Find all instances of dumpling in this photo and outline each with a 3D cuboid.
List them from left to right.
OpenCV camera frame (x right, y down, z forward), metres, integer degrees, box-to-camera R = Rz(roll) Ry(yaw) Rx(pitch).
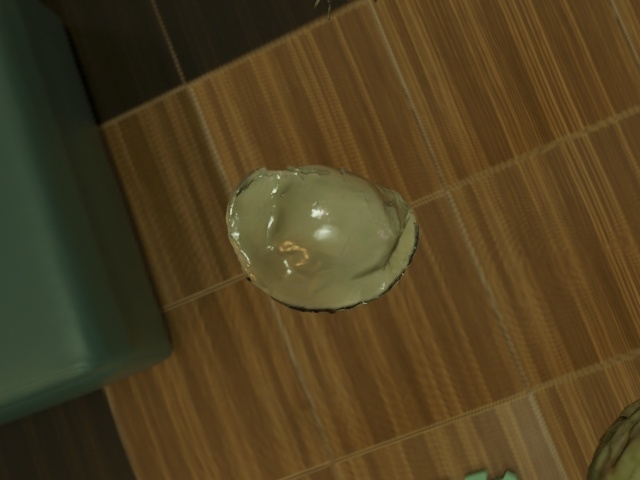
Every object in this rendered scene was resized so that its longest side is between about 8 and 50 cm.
[{"bbox_3d":[0.000,0.000,1.142,0.247,0.142,0.172,13,92,-25],"label":"dumpling"}]

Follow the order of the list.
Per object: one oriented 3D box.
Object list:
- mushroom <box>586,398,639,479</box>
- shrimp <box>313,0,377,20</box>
[{"bbox_3d":[0.239,0.254,0.704,0.130,0.344,0.247,-12,50,0],"label":"mushroom"},{"bbox_3d":[0.021,-0.319,0.958,0.145,0.343,0.116,38,75,20],"label":"shrimp"}]
